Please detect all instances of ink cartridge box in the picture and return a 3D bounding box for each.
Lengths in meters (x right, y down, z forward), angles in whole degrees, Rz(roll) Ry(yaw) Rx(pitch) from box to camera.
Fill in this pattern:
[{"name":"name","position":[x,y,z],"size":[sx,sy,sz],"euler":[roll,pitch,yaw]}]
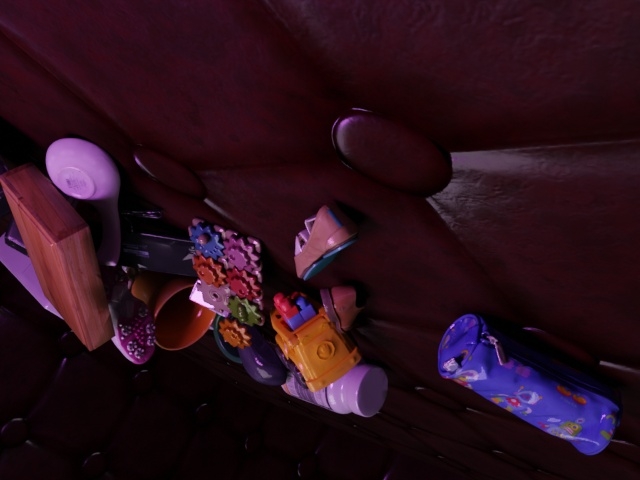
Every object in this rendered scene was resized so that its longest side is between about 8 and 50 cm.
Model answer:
[{"name":"ink cartridge box","position":[-0.235,0.120,1.412],"size":[0.099,0.056,0.135],"euler":[25,-170,3]}]

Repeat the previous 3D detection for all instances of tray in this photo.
[{"name":"tray","position":[-0.541,0.052,1.254],"size":[0.203,0.076,0.411],"euler":[42,147,21]}]

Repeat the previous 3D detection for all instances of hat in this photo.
[{"name":"hat","position":[-0.204,0.271,1.845],"size":[0.173,0.183,0.208],"euler":[-5,101,32]}]

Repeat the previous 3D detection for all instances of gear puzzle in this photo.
[{"name":"gear puzzle","position":[-0.200,0.112,1.258],"size":[0.175,0.044,0.339],"euler":[19,132,19]}]

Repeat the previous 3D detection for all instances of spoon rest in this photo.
[{"name":"spoon rest","position":[-0.445,-0.080,1.167],"size":[0.137,0.084,0.276],"euler":[3,128,5]}]

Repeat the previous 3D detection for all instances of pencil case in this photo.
[{"name":"pencil case","position":[0.339,0.229,0.973],"size":[0.306,0.119,0.133],"euler":[29,151,-4]}]

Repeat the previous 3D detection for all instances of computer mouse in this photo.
[{"name":"computer mouse","position":[-0.198,0.299,1.640],"size":[0.272,0.072,0.188],"euler":[46,143,24]}]

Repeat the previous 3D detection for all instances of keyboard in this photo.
[{"name":"keyboard","position":[-0.401,-0.012,1.298],"size":[0.317,0.033,0.201],"euler":[8,135,1]}]

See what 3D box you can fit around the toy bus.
[{"name":"toy bus","position":[-0.041,0.186,1.299],"size":[0.211,0.149,0.220],"euler":[61,166,-24]}]

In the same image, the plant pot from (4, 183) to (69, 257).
[{"name":"plant pot","position":[-0.702,-0.035,1.535],"size":[0.188,0.167,0.187],"euler":[35,157,-18]}]

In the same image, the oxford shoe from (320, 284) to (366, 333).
[{"name":"oxford shoe","position":[0.056,0.132,1.163],"size":[0.076,0.076,0.212],"euler":[-18,162,4]}]

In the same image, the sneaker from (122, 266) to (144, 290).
[{"name":"sneaker","position":[-0.606,0.066,1.753],"size":[0.153,0.099,0.282],"euler":[30,158,-4]}]

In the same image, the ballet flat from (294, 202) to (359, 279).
[{"name":"ballet flat","position":[0.000,0.000,0.935],"size":[0.073,0.080,0.232],"euler":[55,156,5]}]

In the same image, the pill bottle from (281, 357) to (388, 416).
[{"name":"pill bottle","position":[0.033,0.372,1.615],"size":[0.278,0.162,0.162],"euler":[6,151,42]}]

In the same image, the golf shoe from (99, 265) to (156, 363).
[{"name":"golf shoe","position":[-0.519,0.173,1.506],"size":[0.140,0.115,0.306],"euler":[-5,114,38]}]

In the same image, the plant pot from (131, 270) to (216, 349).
[{"name":"plant pot","position":[-0.424,0.169,1.672],"size":[0.188,0.205,0.205],"euler":[31,166,38]}]

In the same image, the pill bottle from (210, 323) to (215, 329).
[{"name":"pill bottle","position":[-0.354,0.237,1.878],"size":[0.078,0.078,0.137],"euler":[40,156,-30]}]

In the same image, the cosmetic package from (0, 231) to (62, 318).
[{"name":"cosmetic package","position":[-0.818,0.106,1.879],"size":[0.453,0.161,0.230],"euler":[27,163,38]}]

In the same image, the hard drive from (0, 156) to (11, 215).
[{"name":"hard drive","position":[-0.742,-0.172,1.279],"size":[0.237,0.064,0.339],"euler":[60,151,-8]}]

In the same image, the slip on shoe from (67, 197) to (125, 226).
[{"name":"slip on shoe","position":[-0.527,-0.016,1.451],"size":[0.101,0.123,0.331],"euler":[23,154,0]}]
